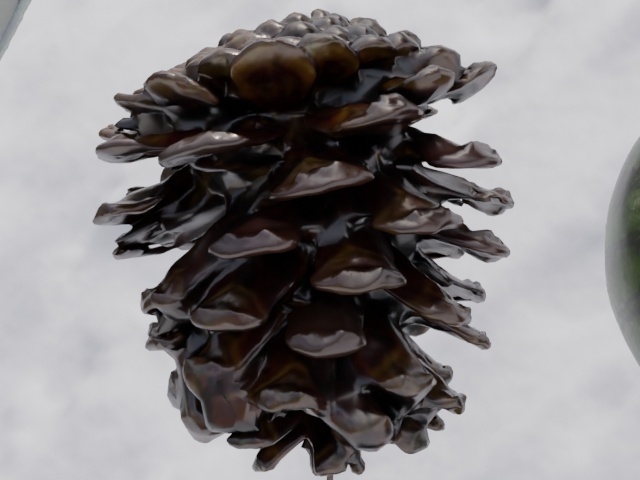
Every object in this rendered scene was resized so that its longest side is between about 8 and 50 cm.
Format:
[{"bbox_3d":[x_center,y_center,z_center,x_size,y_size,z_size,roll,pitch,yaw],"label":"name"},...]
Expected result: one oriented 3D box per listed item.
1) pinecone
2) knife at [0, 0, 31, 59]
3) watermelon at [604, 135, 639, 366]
[{"bbox_3d":[0.000,0.000,0.338,0.077,0.077,0.083,-22,78,36],"label":"pinecone"},{"bbox_3d":[-0.188,0.033,0.643,0.336,0.043,0.081,-49,29,29],"label":"knife"},{"bbox_3d":[0.372,-0.021,1.418,0.331,0.189,0.331,-2,71,7],"label":"watermelon"}]
